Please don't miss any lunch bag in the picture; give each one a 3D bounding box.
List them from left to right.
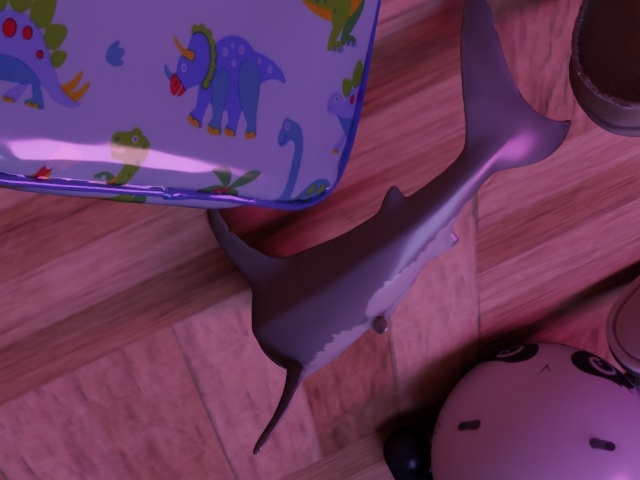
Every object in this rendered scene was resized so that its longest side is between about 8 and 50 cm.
[{"bbox_3d":[-0.068,-0.102,0.601,0.219,0.090,0.176,4,97,-51],"label":"lunch bag"}]

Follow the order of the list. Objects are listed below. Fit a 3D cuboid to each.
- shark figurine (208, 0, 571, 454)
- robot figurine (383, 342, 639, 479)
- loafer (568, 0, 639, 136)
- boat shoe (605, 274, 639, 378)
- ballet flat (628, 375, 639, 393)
[{"bbox_3d":[0.003,-0.001,0.939,0.166,0.116,0.278,-51,-176,-41],"label":"shark figurine"},{"bbox_3d":[0.179,0.179,1.362,0.209,0.173,0.278,-35,155,-1],"label":"robot figurine"},{"bbox_3d":[0.210,-0.162,0.844,0.268,0.102,0.092,-47,149,17],"label":"loafer"},{"bbox_3d":[0.364,0.026,1.326,0.335,0.112,0.095,-28,150,-8],"label":"boat shoe"},{"bbox_3d":[0.275,0.143,1.550,0.041,0.041,0.114,-25,154,-6],"label":"ballet flat"}]
